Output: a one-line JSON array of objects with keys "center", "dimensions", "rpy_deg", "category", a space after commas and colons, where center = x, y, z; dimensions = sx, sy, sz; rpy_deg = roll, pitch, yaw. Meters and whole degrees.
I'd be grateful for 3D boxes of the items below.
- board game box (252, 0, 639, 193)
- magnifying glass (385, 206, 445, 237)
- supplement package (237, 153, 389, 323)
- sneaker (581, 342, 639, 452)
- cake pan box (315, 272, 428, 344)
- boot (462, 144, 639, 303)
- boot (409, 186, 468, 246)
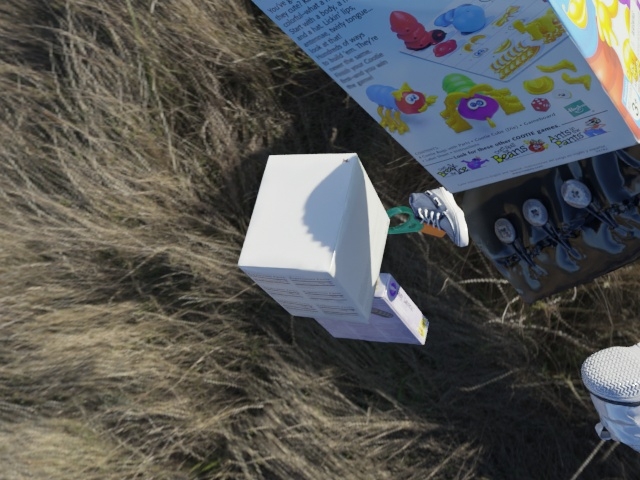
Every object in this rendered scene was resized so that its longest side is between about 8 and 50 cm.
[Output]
[{"center": [0.071, -0.174, 0.363], "dimensions": [0.144, 0.142, 0.275], "rpy_deg": [-13, 140, 44], "category": "board game box"}, {"center": [0.251, -0.041, 1.599], "dimensions": [0.092, 0.230, 0.026], "rpy_deg": [-46, 49, 35], "category": "magnifying glass"}, {"center": [0.000, 0.000, 0.935], "dimensions": [0.149, 0.203, 0.194], "rpy_deg": [3, 64, 24], "category": "supplement package"}, {"center": [0.708, 0.300, 1.163], "dimensions": [0.365, 0.137, 0.210], "rpy_deg": [-11, 118, 13], "category": "sneaker"}, {"center": [0.085, 0.158, 1.384], "dimensions": [0.266, 0.246, 0.070], "rpy_deg": [-2, 55, 35], "category": "cake pan box"}, {"center": [0.324, -0.132, 0.787], "dimensions": [0.146, 0.445, 0.367], "rpy_deg": [-20, 79, -16], "category": "boot"}, {"center": [0.235, -0.043, 1.201], "dimensions": [0.086, 0.190, 0.069], "rpy_deg": [-9, 120, 1], "category": "boot"}]
